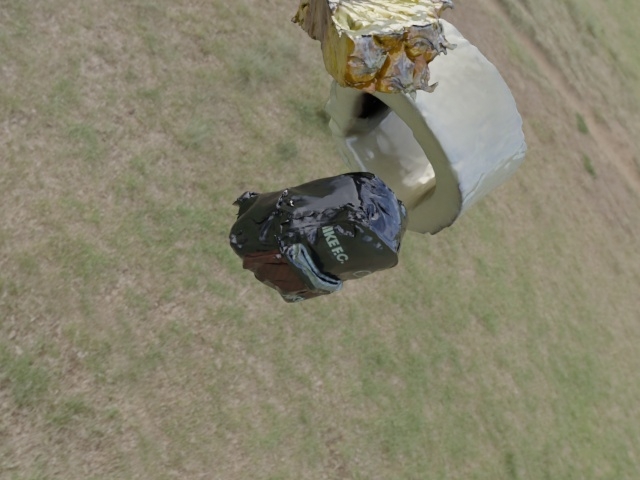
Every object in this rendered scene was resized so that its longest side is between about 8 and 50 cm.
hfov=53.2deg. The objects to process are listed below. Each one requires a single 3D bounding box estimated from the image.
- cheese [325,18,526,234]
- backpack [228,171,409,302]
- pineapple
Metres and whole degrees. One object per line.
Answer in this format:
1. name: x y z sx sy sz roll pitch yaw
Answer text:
1. cheese: 0.152 -0.167 1.006 0.153 0.332 0.292 -37 82 -18
2. backpack: -0.001 -0.002 0.617 0.120 0.165 0.106 39 51 -39
3. pineapple: 0.057 -0.199 0.591 0.135 0.079 0.233 -6 40 -13
